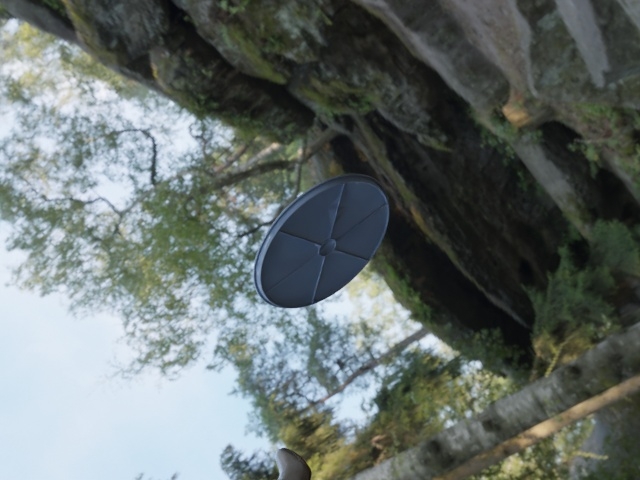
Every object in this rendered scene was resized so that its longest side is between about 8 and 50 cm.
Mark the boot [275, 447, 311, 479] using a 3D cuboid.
[{"bbox_3d":[-0.046,0.280,0.734,0.087,0.042,0.118,-15,-151,-33],"label":"boot"}]

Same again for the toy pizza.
[{"bbox_3d":[0.000,0.000,0.822,0.201,0.201,0.032,18,-158,-51],"label":"toy pizza"}]
